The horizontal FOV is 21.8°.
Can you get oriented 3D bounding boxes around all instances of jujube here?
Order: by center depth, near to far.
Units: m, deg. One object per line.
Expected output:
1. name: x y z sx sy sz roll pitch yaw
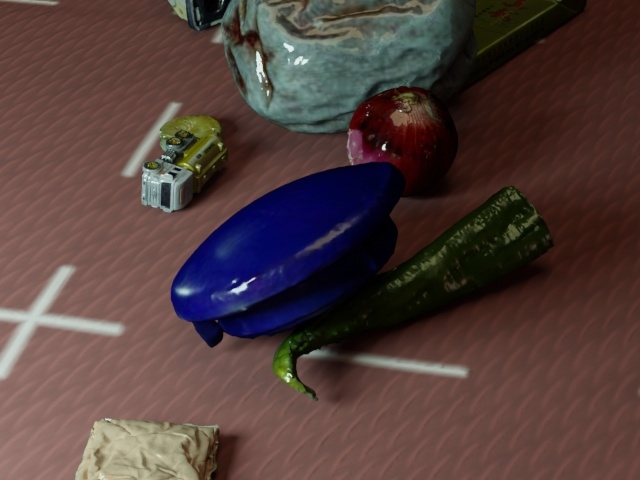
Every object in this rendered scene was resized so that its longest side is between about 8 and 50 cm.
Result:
1. jujube: 0.034 -0.249 2.005 0.308 0.215 0.246 -4 74 3

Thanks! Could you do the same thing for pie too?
1. pie: -0.156 -0.125 2.005 0.084 0.020 0.084 -2 36 1

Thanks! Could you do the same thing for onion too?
1. onion: 0.092 -0.113 1.892 0.131 0.131 0.131 -1 34 1

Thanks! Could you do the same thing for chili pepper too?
1. chili pepper: 0.089 0.055 1.685 0.359 0.076 0.085 -31 80 -27

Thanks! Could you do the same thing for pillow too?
1. pillow: -0.163 0.232 1.461 0.126 0.043 0.232 7 32 4

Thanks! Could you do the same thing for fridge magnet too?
1. fridge magnet: -0.028 0.008 1.660 0.265 0.112 0.265 -28 15 8

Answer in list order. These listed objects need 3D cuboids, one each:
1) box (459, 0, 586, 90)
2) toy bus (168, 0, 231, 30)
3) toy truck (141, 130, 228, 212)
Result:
1. box: 0.202 -0.295 2.218 0.173 0.043 0.311 24 41 33
2. toy bus: -0.095 -0.417 2.327 0.305 0.143 0.179 -24 38 -28
3. toy truck: -0.156 -0.081 1.912 0.063 0.052 0.123 17 37 16
